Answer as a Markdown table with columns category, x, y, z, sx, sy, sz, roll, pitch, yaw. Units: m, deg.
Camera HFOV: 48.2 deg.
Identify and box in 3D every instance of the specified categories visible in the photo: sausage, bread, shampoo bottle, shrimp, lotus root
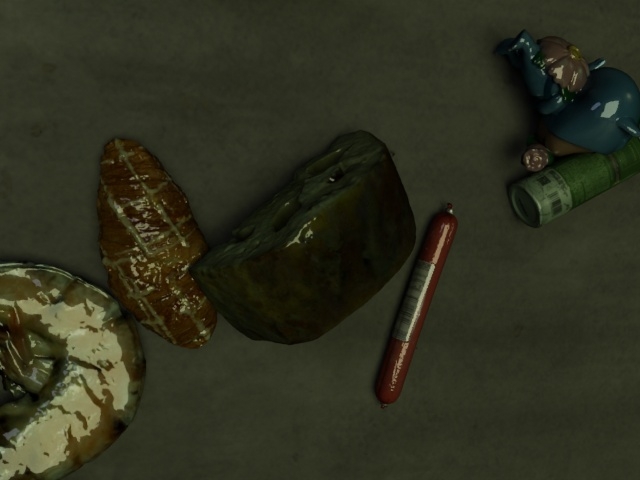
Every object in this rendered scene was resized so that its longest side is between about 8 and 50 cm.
| category | x | y | z | sx | sy | sz | roll | pitch | yaw |
| --- | --- | --- | --- | --- | --- | --- | --- | --- | --- |
| sausage | 0.110 | 0.078 | 0.828 | 0.034 | 0.034 | 0.253 | 17 | 96 | -21 |
| bread | -0.162 | 0.013 | 0.702 | 0.104 | 0.076 | 0.233 | -22 | 106 | -15 |
| shampoo bottle | 0.323 | -0.087 | 0.850 | 0.204 | 0.065 | 0.065 | -27 | 108 | -12 |
| shrimp | -0.349 | 0.152 | 0.674 | 0.364 | 0.071 | 0.233 | -21 | 102 | -16 |
| lotus root | 0.000 | 0.000 | 0.706 | 0.235 | 0.138 | 0.119 | -41 | 116 | -18 |

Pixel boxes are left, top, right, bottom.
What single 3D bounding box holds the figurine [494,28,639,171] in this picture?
| category | x | y | z | sx | sy | sz | roll | pitch | yaw |
| --- | --- | --- | --- | --- | --- | --- | --- | --- | --- |
| figurine | 0.264 | -0.153 | 0.804 | 0.178 | 0.114 | 0.144 | 37 | 111 | -10 |
